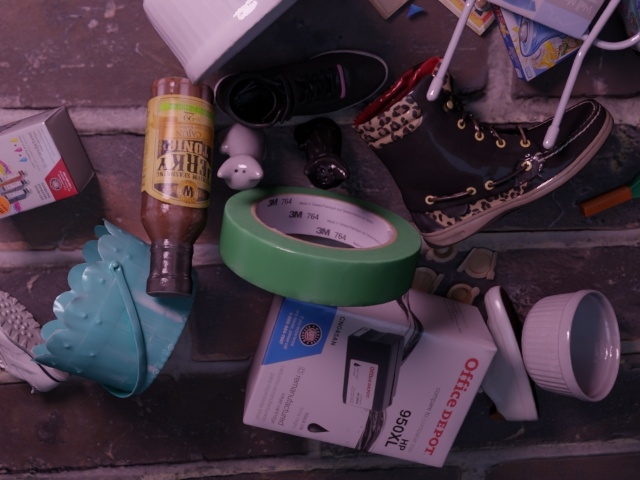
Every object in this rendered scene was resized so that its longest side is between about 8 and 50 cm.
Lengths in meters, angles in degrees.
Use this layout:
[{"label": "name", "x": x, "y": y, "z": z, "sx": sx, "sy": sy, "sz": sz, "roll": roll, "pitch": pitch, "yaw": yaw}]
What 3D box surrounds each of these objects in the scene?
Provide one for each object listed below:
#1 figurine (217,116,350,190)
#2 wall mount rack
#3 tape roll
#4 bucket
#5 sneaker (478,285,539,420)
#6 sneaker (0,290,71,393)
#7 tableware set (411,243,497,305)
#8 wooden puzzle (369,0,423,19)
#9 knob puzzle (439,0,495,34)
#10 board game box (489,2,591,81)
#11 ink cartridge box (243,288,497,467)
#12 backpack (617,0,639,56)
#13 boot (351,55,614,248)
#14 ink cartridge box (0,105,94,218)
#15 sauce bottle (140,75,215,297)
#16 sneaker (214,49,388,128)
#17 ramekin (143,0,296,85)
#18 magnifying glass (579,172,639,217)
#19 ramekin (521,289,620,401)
[{"label": "figurine", "x": -0.063, "y": -0.132, "z": 1.159, "sx": 0.215, "sy": 0.209, "sz": 0.092, "roll": -2, "pitch": 112, "yaw": -4}, {"label": "wall mount rack", "x": 0.324, "y": -0.325, "z": 1.078, "sx": 0.350, "sy": 0.130, "sz": 0.304, "roll": 22, "pitch": 126, "yaw": -4}, {"label": "tape roll", "x": 0.000, "y": 0.000, "z": 1.159, "sx": 0.321, "sy": 0.321, "sz": 0.077, "roll": 9, "pitch": 111, "yaw": -9}, {"label": "bucket", "x": -0.345, "y": 0.119, "z": 1.213, "sx": 0.183, "sy": 0.281, "sz": 0.281, "roll": 28, "pitch": 107, "yaw": -19}, {"label": "sneaker", "x": 0.341, "y": 0.233, "z": 1.404, "sx": 0.123, "sy": 0.106, "sz": 0.290, "roll": -11, "pitch": 104, "yaw": 21}, {"label": "sneaker", "x": -0.566, "y": 0.191, "z": 1.320, "sx": 0.095, "sy": 0.090, "sz": 0.235, "roll": -27, "pitch": 111, "yaw": 17}, {"label": "tableware set", "x": 0.250, "y": 0.063, "z": 1.370, "sx": 0.169, "sy": 0.020, "sz": 0.141, "roll": 19, "pitch": 109, "yaw": -12}, {"label": "wooden puzzle", "x": 0.112, "y": -0.410, "z": 1.167, "sx": 0.079, "sy": 0.014, "sz": 0.116, "roll": -31, "pitch": 111, "yaw": 13}, {"label": "knob puzzle", "x": 0.263, "y": -0.459, "z": 1.150, "sx": 0.213, "sy": 0.030, "sz": 0.213, "roll": -2, "pitch": 112, "yaw": -4}, {"label": "board game box", "x": 0.354, "y": -0.382, "z": 1.168, "sx": 0.136, "sy": 0.035, "sz": 0.201, "roll": -32, "pitch": 117, "yaw": -2}, {"label": "ink cartridge box", "x": 0.084, "y": 0.230, "z": 1.337, "sx": 0.395, "sy": 0.166, "sz": 0.285, "roll": 15, "pitch": 113, "yaw": -9}, {"label": "backpack", "x": 0.566, "y": -0.395, "z": 1.145, "sx": 0.166, "sy": 0.144, "sz": 0.188, "roll": -28, "pitch": 108, "yaw": 13}, {"label": "boot", "x": 0.266, "y": -0.185, "z": 1.204, "sx": 0.377, "sy": 0.138, "sz": 0.284, "roll": -33, "pitch": 112, "yaw": 20}, {"label": "ink cartridge box", "x": -0.489, "y": -0.123, "z": 1.169, "sx": 0.176, "sy": 0.127, "sz": 0.128, "roll": -18, "pitch": 113, "yaw": 3}, {"label": "sauce bottle", "x": -0.226, "y": -0.083, "z": 1.132, "sx": 0.112, "sy": 0.111, "sz": 0.344, "roll": 1, "pitch": 79, "yaw": -5}, {"label": "sneaker", "x": -0.026, "y": -0.238, "z": 1.153, "sx": 0.296, "sy": 0.147, "sz": 0.104, "roll": -10, "pitch": 111, "yaw": -2}, {"label": "ramekin", "x": -0.123, "y": -0.364, "z": 1.031, "sx": 0.277, "sy": 0.277, "sz": 0.135, "roll": -39, "pitch": 103, "yaw": 11}, {"label": "magnifying glass", "x": 0.598, "y": -0.101, "z": 1.333, "sx": 0.231, "sy": 0.026, "sz": 0.092, "roll": -24, "pitch": 113, "yaw": 3}, {"label": "ramekin", "x": 0.470, "y": 0.197, "z": 1.352, "sx": 0.109, "sy": 0.207, "sz": 0.207, "roll": -6, "pitch": 122, "yaw": 46}]
